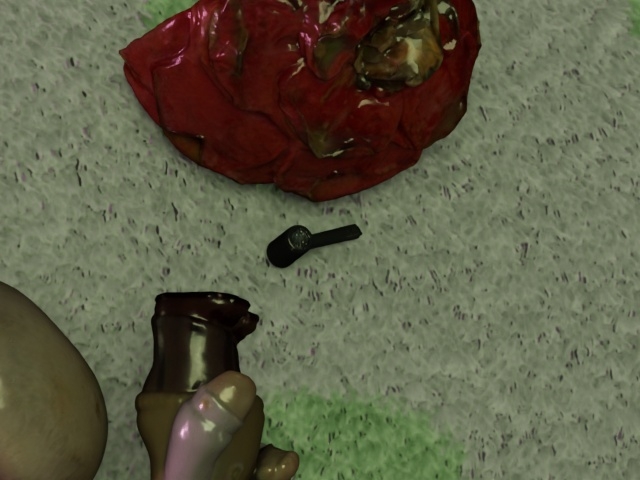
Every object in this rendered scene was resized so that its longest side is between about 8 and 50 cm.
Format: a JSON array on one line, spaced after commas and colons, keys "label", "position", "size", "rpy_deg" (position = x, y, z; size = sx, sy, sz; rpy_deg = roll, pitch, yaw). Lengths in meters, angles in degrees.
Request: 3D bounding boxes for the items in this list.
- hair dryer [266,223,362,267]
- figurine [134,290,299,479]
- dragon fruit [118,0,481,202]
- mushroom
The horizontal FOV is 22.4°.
[{"label": "hair dryer", "position": [0.000, 0.000, 1.356], "size": [0.083, 0.047, 0.026], "rpy_deg": [-11, 79, -28]}, {"label": "figurine", "position": [-0.073, 0.232, 1.188], "size": [0.206, 0.218, 0.365], "rpy_deg": [17, 79, -6]}, {"label": "dragon fruit", "position": [0.010, -0.122, 1.299], "size": [0.317, 0.205, 0.152], "rpy_deg": [-9, 79, -12]}, {"label": "mushroom", "position": [-0.269, 0.137, 1.179], "size": [0.207, 0.207, 0.215], "rpy_deg": [40, 68, 0]}]
